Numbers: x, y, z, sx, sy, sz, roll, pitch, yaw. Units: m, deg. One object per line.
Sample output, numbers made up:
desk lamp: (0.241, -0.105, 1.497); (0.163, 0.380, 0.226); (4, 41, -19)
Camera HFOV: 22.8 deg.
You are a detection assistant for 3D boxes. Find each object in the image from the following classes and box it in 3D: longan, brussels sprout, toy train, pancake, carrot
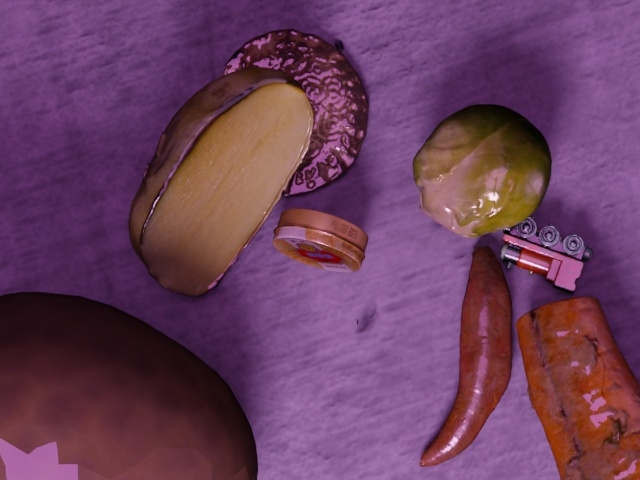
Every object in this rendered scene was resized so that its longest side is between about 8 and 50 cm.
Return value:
longan: (-0.266, 0.224, 1.609); (0.405, 0.404, 0.336); (16, 117, 7)
brussels sprout: (0.182, -0.074, 1.746); (0.155, 0.117, 0.155); (-5, 78, 25)
toy train: (0.247, 0.013, 1.762); (0.103, 0.044, 0.064); (21, 91, 8)
pancake: (-0.039, -0.147, 1.823); (0.199, 0.021, 0.199); (-1, 79, 4)
carrot: (0.305, 0.210, 1.676); (0.139, 0.138, 0.301); (-19, 68, 0)

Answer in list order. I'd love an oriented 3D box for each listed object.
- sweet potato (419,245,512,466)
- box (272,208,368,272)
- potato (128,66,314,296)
sweet potato: (0.172, 0.131, 1.737); (0.078, 0.058, 0.255); (10, 82, 23)
box: (0.000, 0.000, 1.749); (0.106, 0.105, 0.037); (15, 73, 7)
potato: (-0.128, -0.083, 1.753); (0.111, 0.160, 0.271); (42, 103, 43)
